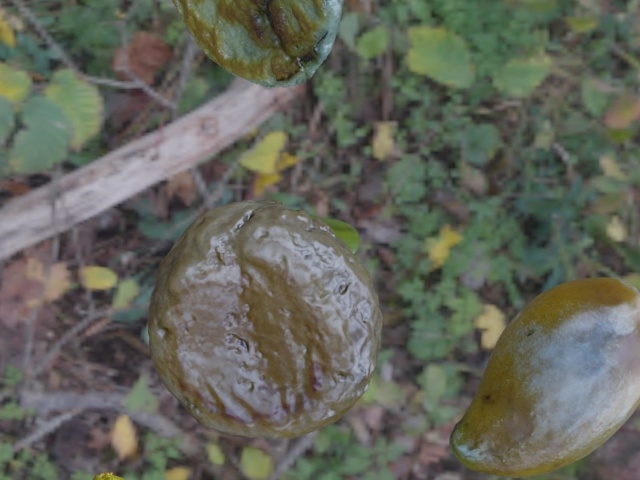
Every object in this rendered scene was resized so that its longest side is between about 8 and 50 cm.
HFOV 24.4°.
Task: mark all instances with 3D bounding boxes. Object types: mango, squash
[{"bbox_3d":[0.299,0.182,1.890,0.316,0.193,0.146,-46,164,3],"label":"mango"},{"bbox_3d":[0.000,0.000,1.890,0.201,0.066,0.066,3,90,-66],"label":"squash"}]

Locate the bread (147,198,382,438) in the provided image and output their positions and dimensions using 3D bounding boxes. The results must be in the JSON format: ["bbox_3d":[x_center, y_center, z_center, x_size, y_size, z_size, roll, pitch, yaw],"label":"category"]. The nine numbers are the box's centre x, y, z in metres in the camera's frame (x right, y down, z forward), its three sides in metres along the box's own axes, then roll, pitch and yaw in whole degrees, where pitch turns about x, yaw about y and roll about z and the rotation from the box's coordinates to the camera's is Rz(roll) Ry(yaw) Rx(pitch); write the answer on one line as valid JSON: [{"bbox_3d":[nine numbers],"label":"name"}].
[{"bbox_3d":[-0.046,0.072,1.375,0.123,0.230,0.230,-44,127,-66],"label":"bread"}]

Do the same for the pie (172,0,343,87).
[{"bbox_3d":[-0.082,-0.300,1.610,0.067,0.302,0.302,-33,117,-31],"label":"pie"}]

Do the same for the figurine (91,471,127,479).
[{"bbox_3d":[-0.247,0.330,1.730,0.156,0.115,0.095,1,115,-33],"label":"figurine"}]
